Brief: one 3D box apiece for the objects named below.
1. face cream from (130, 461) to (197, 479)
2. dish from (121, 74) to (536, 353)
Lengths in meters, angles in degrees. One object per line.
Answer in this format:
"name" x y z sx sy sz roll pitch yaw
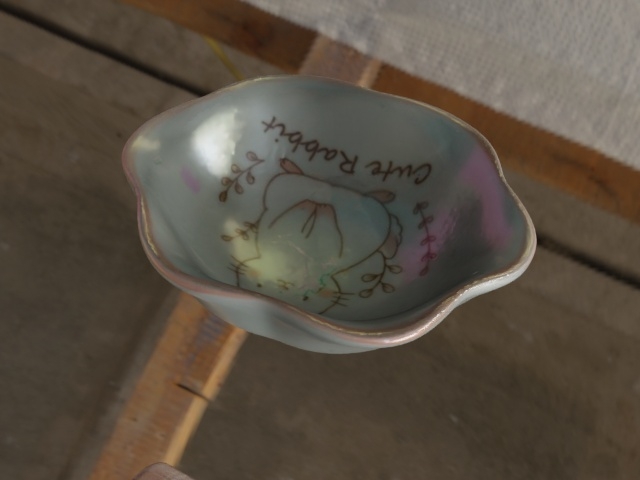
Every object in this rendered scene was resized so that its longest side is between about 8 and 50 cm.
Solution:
"face cream" -0.090 0.225 0.872 0.104 0.149 0.149 26 -97 13
"dish" 0.000 0.000 0.784 0.229 0.081 0.229 6 -141 -5
